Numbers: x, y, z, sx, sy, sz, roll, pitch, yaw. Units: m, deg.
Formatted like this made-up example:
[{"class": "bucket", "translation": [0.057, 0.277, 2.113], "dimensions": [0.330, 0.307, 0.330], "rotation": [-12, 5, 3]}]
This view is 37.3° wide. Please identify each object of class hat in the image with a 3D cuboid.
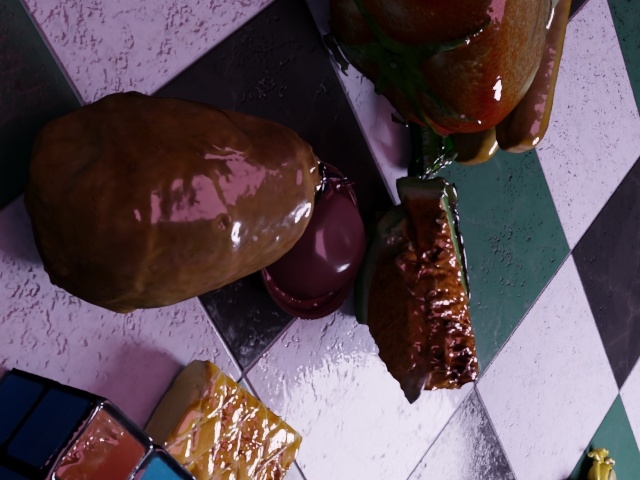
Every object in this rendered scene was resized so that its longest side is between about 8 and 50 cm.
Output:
[{"class": "hat", "translation": [0.000, 0.000, 1.200], "dimensions": [0.205, 0.089, 0.206], "rotation": [-3, 94, -45]}]

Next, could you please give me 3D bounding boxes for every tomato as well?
[{"class": "tomato", "translation": [0.163, -0.290, 1.187], "dimensions": [0.239, 0.303, 0.304], "rotation": [-45, 124, -19]}]

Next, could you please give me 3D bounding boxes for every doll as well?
[{"class": "doll", "translation": [0.514, 0.476, 1.759], "dimensions": [0.145, 0.096, 0.188], "rotation": [30, 62, -50]}]

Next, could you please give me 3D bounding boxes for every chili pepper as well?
[{"class": "chili pepper", "translation": [0.157, -0.186, 1.367], "dimensions": [0.108, 0.062, 0.216], "rotation": [-15, 103, -69]}]

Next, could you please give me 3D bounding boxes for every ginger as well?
[{"class": "ginger", "translation": [-0.155, -0.033, 0.919], "dimensions": [0.200, 0.269, 0.223], "rotation": [86, 29, -51]}]

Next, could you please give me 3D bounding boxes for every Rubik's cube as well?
[{"class": "Rubik's cube", "translation": [-0.252, 0.252, 0.909], "dimensions": [0.180, 0.167, 0.183], "rotation": [51, 60, -36]}]

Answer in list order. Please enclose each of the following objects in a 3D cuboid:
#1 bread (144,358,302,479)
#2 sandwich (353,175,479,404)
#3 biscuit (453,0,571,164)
[{"class": "bread", "translation": [-0.115, 0.239, 1.116], "dimensions": [0.188, 0.068, 0.126], "rotation": [47, 61, -37]}, {"class": "sandwich", "translation": [0.124, 0.089, 1.284], "dimensions": [0.301, 0.161, 0.251], "rotation": [-83, 159, -48]}, {"class": "biscuit", "translation": [0.275, -0.256, 1.366], "dimensions": [0.062, 0.237, 0.291], "rotation": [14, 82, -17]}]
